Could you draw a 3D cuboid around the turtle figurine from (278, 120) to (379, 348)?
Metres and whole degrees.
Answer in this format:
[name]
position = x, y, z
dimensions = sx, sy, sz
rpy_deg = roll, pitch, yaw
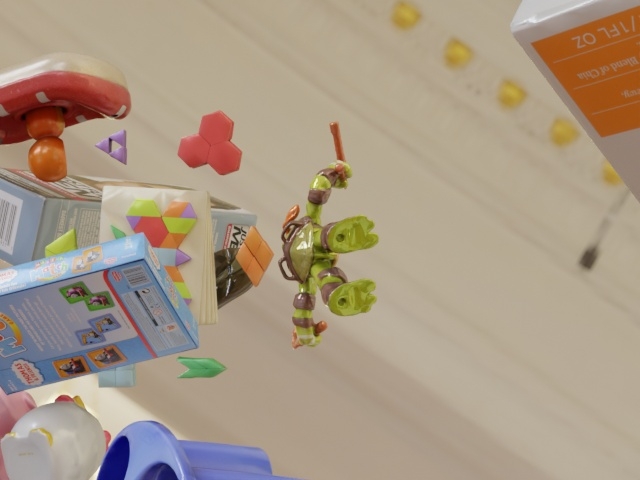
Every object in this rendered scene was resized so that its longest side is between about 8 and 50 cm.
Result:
[turtle figurine]
position = 0.000, 0.000, 2.210
dimensions = 0.087, 0.270, 0.217
rpy_deg = 12, 4, -18

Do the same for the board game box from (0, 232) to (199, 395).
[board game box]
position = -0.246, 0.076, 1.952
dimensions = 0.211, 0.039, 0.160
rpy_deg = -15, -39, 9

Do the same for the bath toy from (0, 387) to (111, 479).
[bath toy]
position = -0.364, 0.204, 2.083
dimensions = 0.348, 0.129, 0.151
rpy_deg = 0, -83, 34

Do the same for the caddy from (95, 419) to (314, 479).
[caddy]
position = -0.114, 0.315, 1.588
dimensions = 0.179, 0.341, 0.241
rpy_deg = 2, 7, -26

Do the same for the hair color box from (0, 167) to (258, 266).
[hair color box]
position = -0.294, -0.019, 2.767
dimensions = 0.374, 0.114, 0.185
rpy_deg = 5, 12, -43

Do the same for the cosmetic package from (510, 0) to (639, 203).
[cosmetic package]
position = 0.407, -0.112, 1.843
dimensions = 0.230, 0.161, 0.453
rpy_deg = -16, -55, 42

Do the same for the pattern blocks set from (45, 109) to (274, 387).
[pattern blocks set]
position = -0.203, 0.019, 2.440
dimensions = 0.285, 0.325, 0.026
rpy_deg = -12, -1, 8

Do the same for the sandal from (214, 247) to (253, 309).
[sandal]
position = -0.183, 0.077, 2.557
dimensions = 0.090, 0.219, 0.060
rpy_deg = 61, -6, 22

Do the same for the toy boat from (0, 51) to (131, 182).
[toy boat]
position = -0.354, -0.149, 2.546
dimensions = 0.231, 0.151, 0.151
rpy_deg = -16, -15, 17
